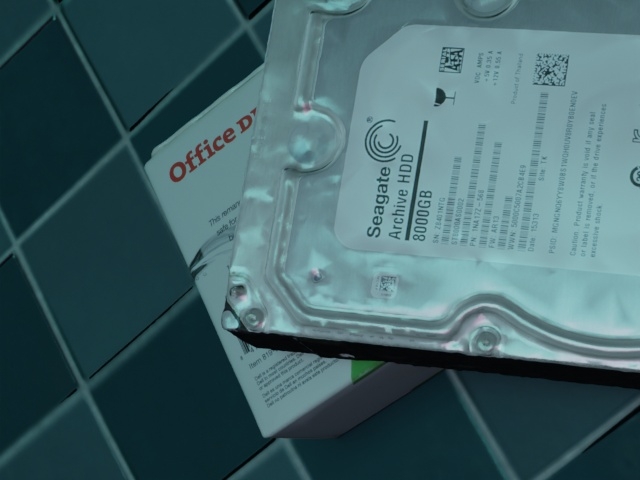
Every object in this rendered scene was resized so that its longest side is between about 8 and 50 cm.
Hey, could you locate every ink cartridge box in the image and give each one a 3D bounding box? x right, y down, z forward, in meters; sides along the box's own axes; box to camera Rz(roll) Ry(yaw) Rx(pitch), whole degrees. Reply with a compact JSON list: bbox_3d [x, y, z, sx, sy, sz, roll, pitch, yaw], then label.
[{"bbox_3d":[0.000,0.000,1.122,0.153,0.087,0.208,-35,68,24],"label":"ink cartridge box"}]

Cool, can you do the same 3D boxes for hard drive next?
[{"bbox_3d":[0.125,-0.041,0.996,0.339,0.064,0.237,6,77,20],"label":"hard drive"}]
